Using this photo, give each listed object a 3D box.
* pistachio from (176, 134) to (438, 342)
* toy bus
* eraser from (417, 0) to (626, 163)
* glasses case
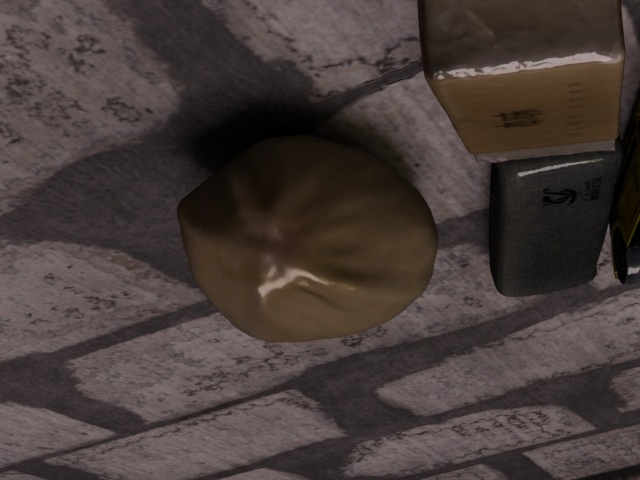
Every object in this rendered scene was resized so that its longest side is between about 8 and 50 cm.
[{"bbox_3d":[0.000,0.000,1.115,0.226,0.208,0.332,26,-164,40],"label":"pistachio"},{"bbox_3d":[0.376,-0.075,1.105,0.145,0.151,0.331,-5,154,2],"label":"toy bus"},{"bbox_3d":[0.176,-0.132,0.911,0.144,0.078,0.343,-6,171,14],"label":"eraser"},{"bbox_3d":[0.258,-0.030,1.240,0.131,0.074,0.323,-10,152,3],"label":"glasses case"}]
